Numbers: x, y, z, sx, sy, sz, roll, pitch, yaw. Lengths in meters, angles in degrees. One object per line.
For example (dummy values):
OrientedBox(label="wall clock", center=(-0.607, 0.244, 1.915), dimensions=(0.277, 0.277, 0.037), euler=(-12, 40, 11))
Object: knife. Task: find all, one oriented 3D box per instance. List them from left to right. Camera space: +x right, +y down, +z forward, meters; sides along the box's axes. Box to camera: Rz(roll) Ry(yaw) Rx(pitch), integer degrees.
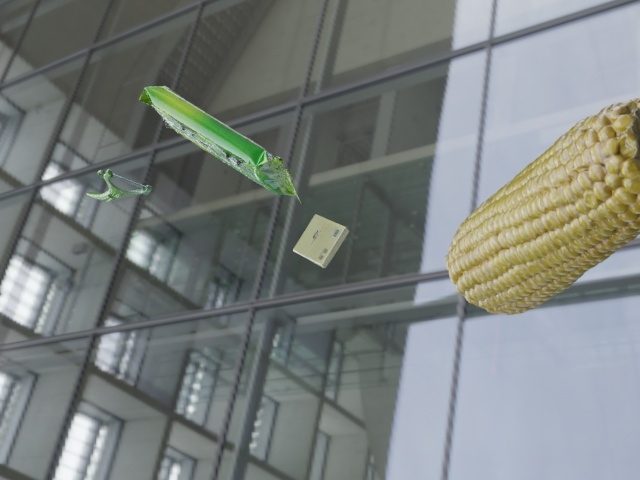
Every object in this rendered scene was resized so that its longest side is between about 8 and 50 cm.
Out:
OrientedBox(label="knife", center=(-0.308, -0.072, 1.344), dimensions=(0.078, 0.166, 0.022), euler=(28, -110, -26))

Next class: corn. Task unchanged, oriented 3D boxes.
OrientedBox(label="corn", center=(0.258, -0.019, 1.016), dimensions=(0.144, 0.387, 0.143), euler=(7, -112, -18))

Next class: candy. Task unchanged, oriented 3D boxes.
OrientedBox(label="candy", center=(-0.098, -0.100, 0.952), dimensions=(0.032, 0.178, 0.102), euler=(-56, -21, -4))

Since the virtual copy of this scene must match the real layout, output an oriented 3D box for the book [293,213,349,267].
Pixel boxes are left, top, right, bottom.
OrientedBox(label="book", center=(0.000, 0.000, 1.586), dimensions=(0.014, 0.111, 0.077), euler=(35, -95, -31))
